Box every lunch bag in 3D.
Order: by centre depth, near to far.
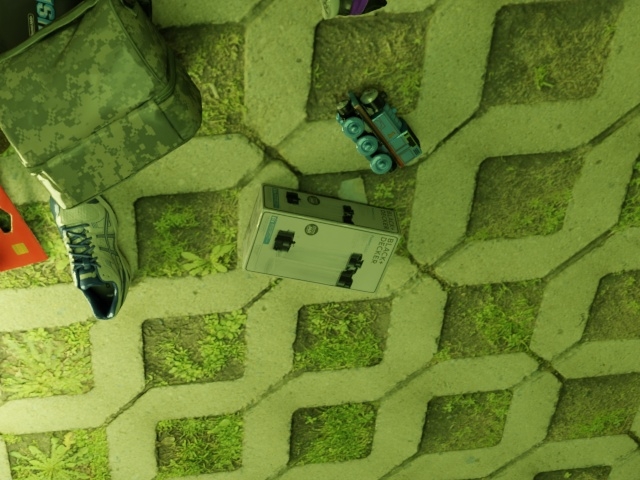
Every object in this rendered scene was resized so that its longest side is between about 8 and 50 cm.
[{"bbox_3d":[-0.369,-0.242,1.544,0.305,0.212,0.256,-27,125,12],"label":"lunch bag"}]

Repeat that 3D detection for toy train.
[{"bbox_3d":[0.108,-0.208,1.799,0.105,0.080,0.184,-35,121,9],"label":"toy train"}]

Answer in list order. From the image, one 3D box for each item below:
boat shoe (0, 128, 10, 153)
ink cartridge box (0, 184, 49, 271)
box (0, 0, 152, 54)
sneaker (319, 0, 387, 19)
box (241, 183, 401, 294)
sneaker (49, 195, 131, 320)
[{"bbox_3d":[-0.649,-0.159,1.722,0.178,0.060,0.064,-33,149,-21],"label":"boat shoe"},{"bbox_3d":[-0.708,-0.006,1.843,0.261,0.066,0.296,-13,137,5],"label":"ink cartridge box"},{"bbox_3d":[-0.437,-0.351,1.634,0.294,0.073,0.295,2,126,-8],"label":"box"},{"bbox_3d":[0.077,-0.504,1.560,0.146,0.102,0.293,-3,132,-9],"label":"sneaker"},{"bbox_3d":[0.000,0.000,1.936,0.290,0.087,0.169,12,125,-15],"label":"box"},{"bbox_3d":[-0.447,0.026,1.883,0.112,0.131,0.296,-14,126,7],"label":"sneaker"}]
